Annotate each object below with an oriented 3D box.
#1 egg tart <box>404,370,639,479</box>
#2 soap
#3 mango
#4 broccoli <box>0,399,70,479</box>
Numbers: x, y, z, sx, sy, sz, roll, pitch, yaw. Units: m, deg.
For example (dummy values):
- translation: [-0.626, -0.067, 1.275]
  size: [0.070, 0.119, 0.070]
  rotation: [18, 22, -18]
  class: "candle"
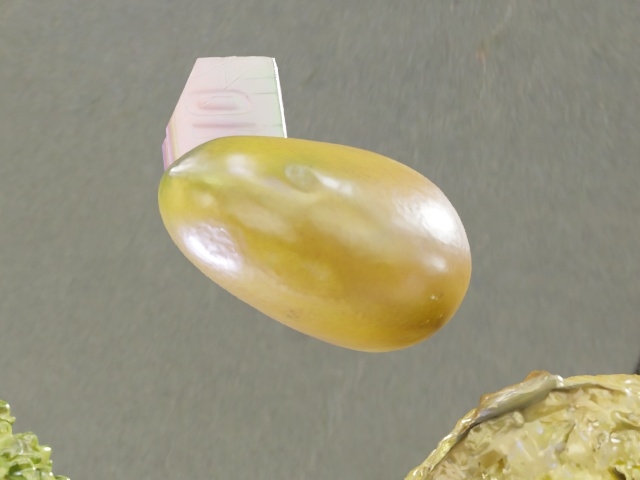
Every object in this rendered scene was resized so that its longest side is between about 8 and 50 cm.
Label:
- translation: [0.197, 0.265, 1.347]
  size: [0.341, 0.129, 0.341]
  rotation: [-8, 119, -16]
  class: "egg tart"
- translation: [-0.079, -0.075, 1.387]
  size: [0.100, 0.056, 0.149]
  rotation: [-2, 63, -10]
  class: "soap"
- translation: [0.007, 0.002, 1.170]
  size: [0.176, 0.254, 0.139]
  rotation: [15, 91, 34]
  class: "mango"
- translation: [-0.234, 0.147, 0.793]
  size: [0.242, 0.273, 0.180]
  rotation: [5, 103, -9]
  class: "broccoli"
